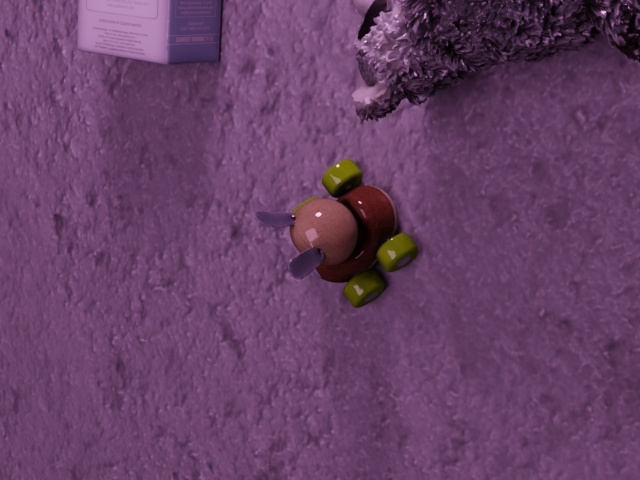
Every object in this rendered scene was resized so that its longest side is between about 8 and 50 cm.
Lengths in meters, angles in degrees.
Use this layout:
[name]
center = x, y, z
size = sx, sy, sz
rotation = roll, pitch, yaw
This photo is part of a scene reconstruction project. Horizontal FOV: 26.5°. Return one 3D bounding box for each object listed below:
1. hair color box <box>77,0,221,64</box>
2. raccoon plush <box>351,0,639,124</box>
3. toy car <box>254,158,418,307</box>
[hair color box]
center = -0.232, -0.441, 1.874
size = 0.185, 0.113, 0.375
rotation = 14, 107, 36
[raccoon plush]
center = 0.200, -0.195, 1.472
size = 0.446, 0.216, 0.299
rotation = 50, 136, 36
[toy car]
center = 0.000, 0.000, 1.715
size = 0.155, 0.188, 0.149
rotation = 54, 126, 19
